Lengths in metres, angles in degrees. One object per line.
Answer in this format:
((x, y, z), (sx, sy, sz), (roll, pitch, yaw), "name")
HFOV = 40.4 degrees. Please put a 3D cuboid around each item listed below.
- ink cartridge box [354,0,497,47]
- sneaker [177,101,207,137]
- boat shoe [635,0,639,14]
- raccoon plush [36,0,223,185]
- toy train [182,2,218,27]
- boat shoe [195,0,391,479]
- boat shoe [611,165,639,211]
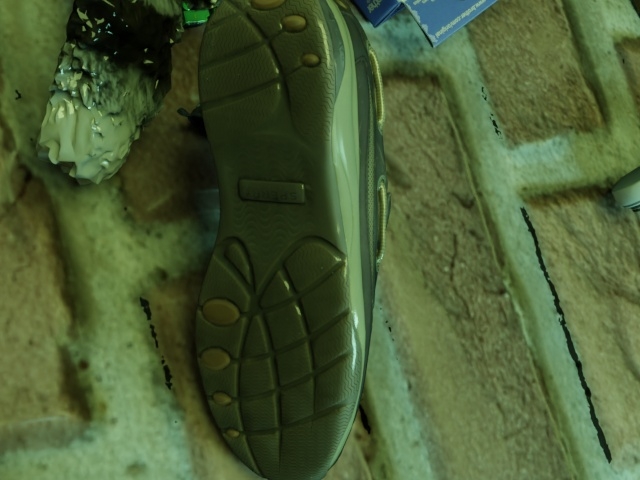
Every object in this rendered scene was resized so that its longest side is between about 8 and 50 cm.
((0.058, -0.338, 0.842), (0.186, 0.065, 0.311), (-40, 92, -30), "ink cartridge box")
((-0.088, -0.117, 0.707), (0.069, 0.038, 0.098), (-18, 82, -32), "sneaker")
((0.448, -0.258, 1.006), (0.089, 0.104, 0.285), (-32, 100, -36), "boat shoe")
((-0.010, -0.229, 0.690), (0.299, 0.216, 0.446), (17, 97, -12), "raccoon plush")
((-0.085, -0.197, 0.748), (0.083, 0.017, 0.023), (-14, 91, -31), "toy train")
((0.000, 0.000, 0.614), (0.130, 0.132, 0.355), (-20, 118, -56), "boat shoe")
((0.401, -0.067, 0.930), (0.228, 0.080, 0.076), (-26, 89, -37), "boat shoe")
